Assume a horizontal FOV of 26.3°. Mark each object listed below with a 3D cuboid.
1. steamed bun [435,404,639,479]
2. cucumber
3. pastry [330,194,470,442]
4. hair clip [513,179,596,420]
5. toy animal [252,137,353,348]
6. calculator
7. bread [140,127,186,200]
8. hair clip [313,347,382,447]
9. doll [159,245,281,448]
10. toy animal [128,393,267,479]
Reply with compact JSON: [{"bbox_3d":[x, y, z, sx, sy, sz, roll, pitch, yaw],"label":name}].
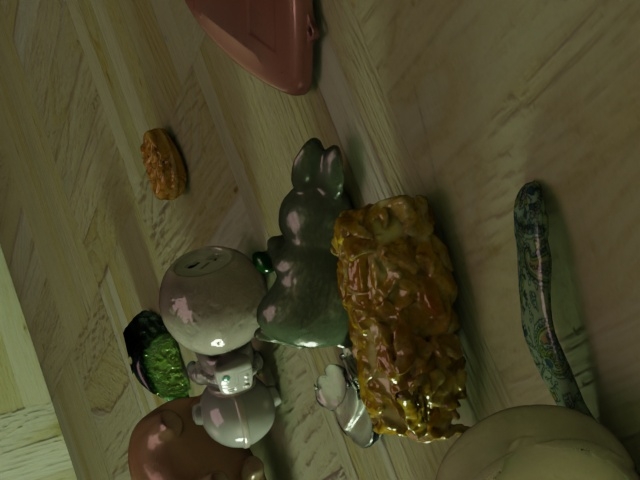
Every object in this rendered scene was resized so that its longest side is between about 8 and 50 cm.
[{"bbox_3d":[0.173,0.234,1.085,0.131,0.177,0.228,-120,9,-72],"label":"steamed bun"},{"bbox_3d":[-0.289,0.194,2.330,0.193,0.085,0.115,-135,33,-63],"label":"cucumber"},{"bbox_3d":[0.080,0.083,1.296,0.154,0.102,0.250,173,83,-71],"label":"pastry"},{"bbox_3d":[0.187,0.065,1.112,0.066,0.036,0.229,172,82,-75],"label":"hair clip"},{"bbox_3d":[0.001,0.002,1.474,0.108,0.138,0.236,-48,-23,-70],"label":"toy animal"},{"bbox_3d":[-0.085,-0.291,1.521,0.329,0.048,0.220,45,143,48],"label":"calculator"},{"bbox_3d":[-0.230,-0.113,2.006,0.083,0.044,0.111,117,135,-58],"label":"bread"},{"bbox_3d":[0.035,0.176,1.554,0.172,0.049,0.116,104,149,-56],"label":"hair clip"},{"bbox_3d":[-0.124,0.152,1.811,0.151,0.151,0.287,37,142,57],"label":"doll"},{"bbox_3d":[-0.163,0.388,1.950,0.326,0.237,0.269,58,149,29],"label":"toy animal"}]
